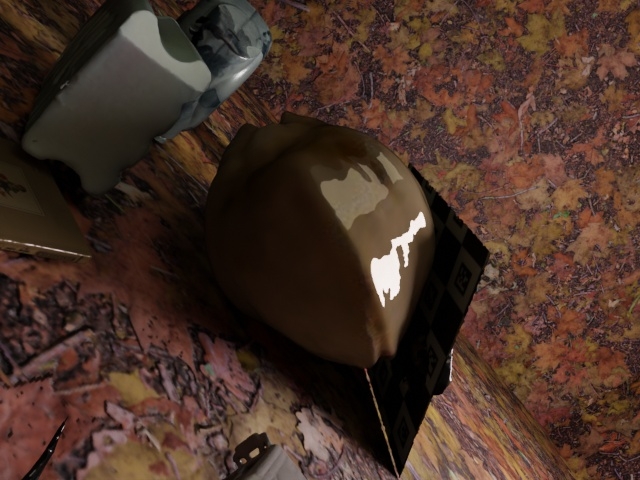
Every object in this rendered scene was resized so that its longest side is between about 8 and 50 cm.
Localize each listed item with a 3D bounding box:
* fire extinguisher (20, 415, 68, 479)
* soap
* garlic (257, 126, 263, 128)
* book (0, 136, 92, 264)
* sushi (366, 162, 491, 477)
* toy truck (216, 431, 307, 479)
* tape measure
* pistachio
[{"bbox_3d":[-0.245,0.015,0.143,0.376,0.113,0.200,49,53,3],"label":"fire extinguisher"},{"bbox_3d":[-0.231,-0.189,0.573,0.095,0.173,0.289,41,9,-37],"label":"soap"},{"bbox_3d":[-0.106,-0.141,1.074,0.229,0.178,0.143,36,35,29],"label":"garlic"},{"bbox_3d":[-0.277,-0.050,0.379,0.138,0.016,0.198,54,12,23],"label":"book"},{"bbox_3d":[0.157,0.101,0.779,0.064,0.359,0.343,9,23,-11],"label":"sushi"},{"bbox_3d":[-0.062,0.175,0.209,0.101,0.125,0.242,51,10,9],"label":"toy truck"},{"bbox_3d":[-0.211,-0.315,0.885,0.147,0.256,0.275,45,18,-24],"label":"tape measure"},{"bbox_3d":[0.000,0.000,0.690,0.445,0.281,0.365,91,-26,-77],"label":"pistachio"}]
